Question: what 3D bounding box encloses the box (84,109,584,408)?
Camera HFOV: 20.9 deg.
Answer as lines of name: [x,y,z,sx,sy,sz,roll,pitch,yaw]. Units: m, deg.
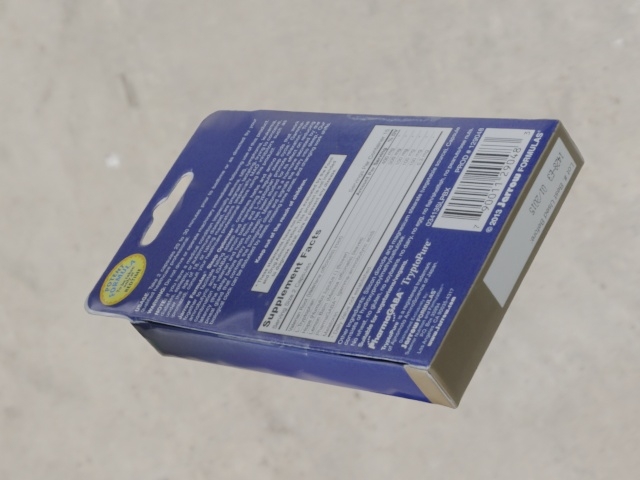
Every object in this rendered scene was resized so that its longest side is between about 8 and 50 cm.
box: [0.000,0.000,0.815,0.225,0.136,0.036,7,147,42]
